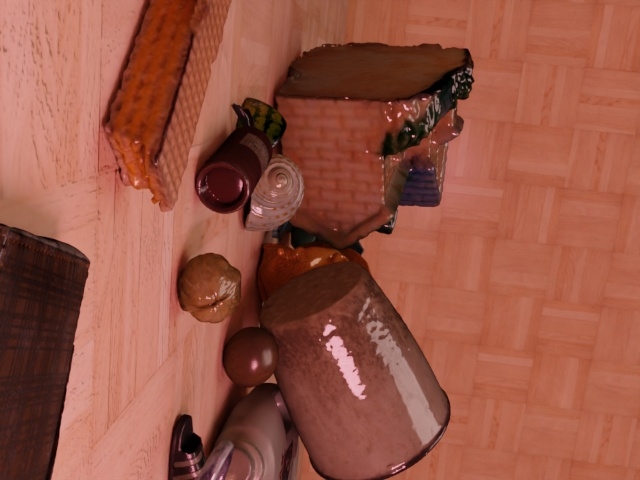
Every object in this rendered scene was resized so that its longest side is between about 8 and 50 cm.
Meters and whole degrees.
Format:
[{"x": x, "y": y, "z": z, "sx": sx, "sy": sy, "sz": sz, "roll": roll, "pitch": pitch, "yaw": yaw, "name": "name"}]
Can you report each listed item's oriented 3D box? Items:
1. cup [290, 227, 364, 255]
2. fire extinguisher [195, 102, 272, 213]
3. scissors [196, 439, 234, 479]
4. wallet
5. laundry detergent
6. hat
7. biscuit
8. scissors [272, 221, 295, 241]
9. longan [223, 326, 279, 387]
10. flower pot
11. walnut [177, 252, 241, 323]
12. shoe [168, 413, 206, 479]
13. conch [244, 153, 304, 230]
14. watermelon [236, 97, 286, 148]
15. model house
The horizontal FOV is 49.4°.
[{"x": 0.000, "y": 0.000, "z": 1.757, "sx": 0.148, "sy": 0.134, "sz": 0.235, "roll": -57, "pitch": -157, "yaw": 3, "name": "cup"}, {"x": -0.113, "y": -0.123, "z": 0.954, "sx": 0.231, "sy": 0.071, "sz": 0.099, "roll": -76, "pitch": 144, "yaw": -63, "name": "fire extinguisher"}, {"x": -0.170, "y": 0.408, "z": 0.949, "sx": 0.383, "sy": 0.029, "sz": 0.256, "roll": 93, "pitch": 22, "yaw": -68, "name": "scissors"}, {"x": -0.198, "y": 0.150, "z": 0.398, "sx": 0.169, "sy": 0.044, "sz": 0.317, "roll": 91, "pitch": 7, "yaw": -82, "name": "wallet"}, {"x": -0.120, "y": 0.380, "z": 1.245, "sx": 0.398, "sy": 0.124, "sz": 0.264, "roll": 73, "pitch": 25, "yaw": -74, "name": "laundry detergent"}, {"x": -0.038, "y": 0.064, "z": 1.412, "sx": 0.233, "sy": 0.244, "sz": 0.234, "roll": 56, "pitch": 31, "yaw": -62, "name": "hat"}, {"x": -0.128, "y": -0.209, "z": 0.671, "sx": 0.094, "sy": 0.054, "sz": 0.379, "roll": 90, "pitch": 8, "yaw": -63, "name": "biscuit"}, {"x": -0.078, "y": -0.073, "z": 1.623, "sx": 0.393, "sy": 0.032, "sz": 0.180, "roll": -73, "pitch": 169, "yaw": -71, "name": "scissors"}, {"x": -0.115, "y": 0.192, "z": 1.166, "sx": 0.113, "sy": 0.092, "sz": 0.114, "roll": 12, "pitch": 90, "yaw": -87, "name": "longan"}, {"x": 0.049, "y": 0.230, "z": 1.285, "sx": 0.294, "sy": 0.293, "sz": 0.330, "roll": -74, "pitch": 142, "yaw": -63, "name": "flower pot"}, {"x": -0.134, "y": 0.057, "z": 0.846, "sx": 0.092, "sy": 0.092, "sz": 0.092, "roll": 7, "pitch": 90, "yaw": -85, "name": "walnut"}, {"x": -0.171, "y": 0.318, "z": 0.929, "sx": 0.071, "sy": 0.049, "sz": 0.179, "roll": -56, "pitch": 152, "yaw": -82, "name": "shoe"}, {"x": -0.082, "y": -0.075, "z": 1.197, "sx": 0.153, "sy": 0.102, "sz": 0.135, "roll": 86, "pitch": 27, "yaw": -70, "name": "conch"}, {"x": -0.090, "y": -0.175, "z": 1.108, "sx": 0.163, "sy": 0.068, "sz": 0.087, "roll": -75, "pitch": 170, "yaw": -47, "name": "watermelon"}, {"x": 0.118, "y": -0.192, "z": 1.532, "sx": 0.445, "sy": 0.394, "sz": 0.400, "roll": -60, "pitch": 153, "yaw": -58, "name": "model house"}]
